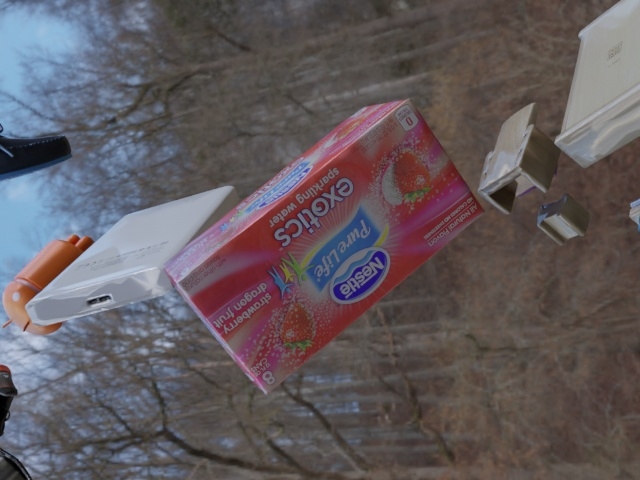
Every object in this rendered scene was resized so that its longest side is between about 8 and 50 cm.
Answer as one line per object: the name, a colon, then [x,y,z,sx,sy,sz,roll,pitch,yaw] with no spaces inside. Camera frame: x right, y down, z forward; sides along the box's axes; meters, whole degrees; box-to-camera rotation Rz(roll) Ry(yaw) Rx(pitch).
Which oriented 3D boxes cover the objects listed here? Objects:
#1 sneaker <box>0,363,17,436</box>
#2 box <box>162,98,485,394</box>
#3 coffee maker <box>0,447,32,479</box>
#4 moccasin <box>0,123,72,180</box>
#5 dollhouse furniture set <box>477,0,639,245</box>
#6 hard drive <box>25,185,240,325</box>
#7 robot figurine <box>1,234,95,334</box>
sneaker: [-0.436,0.236,1.052,0.061,0.065,0.158,13,-70,-53]
box: [0.000,0.000,0.879,0.154,0.300,0.142,54,170,-14]
coffee maker: [-0.537,0.386,1.206,0.178,0.171,0.120,-48,-57,-40]
moccasin: [-0.603,-0.147,1.408,0.342,0.137,0.117,-16,-83,-22]
dollhouse furniture set: [0.399,-0.095,0.931,0.303,0.286,0.198,36,-128,-15]
hard drive: [-0.246,0.012,1.148,0.307,0.203,0.040,-64,-43,-66]
robot figurine: [-0.499,0.086,1.546,0.219,0.158,0.128,-53,-11,-31]
